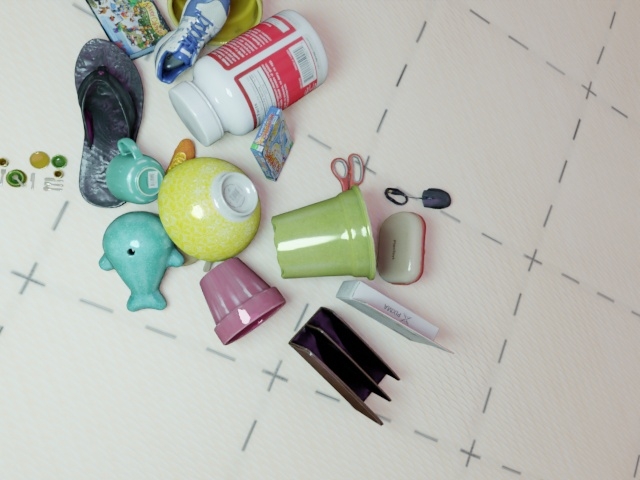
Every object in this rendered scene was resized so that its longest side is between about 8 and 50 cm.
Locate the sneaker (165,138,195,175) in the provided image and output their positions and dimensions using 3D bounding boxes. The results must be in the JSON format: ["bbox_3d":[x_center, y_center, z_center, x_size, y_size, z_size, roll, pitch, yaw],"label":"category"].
[{"bbox_3d":[-0.391,-0.203,1.287,0.064,0.067,0.175,19,79,-13],"label":"sneaker"}]

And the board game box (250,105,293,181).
[{"bbox_3d":[-0.133,-0.266,1.305,0.035,0.201,0.136,21,79,11],"label":"board game box"}]

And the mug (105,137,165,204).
[{"bbox_3d":[-0.471,-0.165,1.183,0.129,0.097,0.157,-61,144,-20],"label":"mug"}]

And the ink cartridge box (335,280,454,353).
[{"bbox_3d":[0.216,0.215,1.340,0.296,0.261,0.066,31,78,-13],"label":"ink cartridge box"}]

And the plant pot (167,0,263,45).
[{"bbox_3d":[-0.294,-0.720,1.279,0.254,0.254,0.239,-2,71,-18],"label":"plant pot"}]

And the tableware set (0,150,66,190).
[{"bbox_3d":[-0.743,-0.184,1.197,0.154,0.024,0.104,5,84,-17],"label":"tableware set"}]

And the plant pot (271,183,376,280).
[{"bbox_3d":[0.000,0.000,1.305,0.254,0.276,0.276,-11,89,-3],"label":"plant pot"}]

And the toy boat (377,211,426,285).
[{"bbox_3d":[0.275,0.027,1.456,0.151,0.151,0.231,10,82,-47],"label":"toy boat"}]

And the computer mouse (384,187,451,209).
[{"bbox_3d":[0.325,-0.143,1.519,0.242,0.041,0.071,3,86,-17],"label":"computer mouse"}]

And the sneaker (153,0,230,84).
[{"bbox_3d":[-0.335,-0.526,1.220,0.112,0.296,0.131,23,46,-38],"label":"sneaker"}]

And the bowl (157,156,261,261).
[{"bbox_3d":[-0.254,-0.099,1.214,0.289,0.156,0.289,18,63,-41],"label":"bowl"}]

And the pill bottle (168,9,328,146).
[{"bbox_3d":[-0.196,-0.439,1.282,0.408,0.229,0.229,-38,97,-17],"label":"pill bottle"}]

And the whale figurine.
[{"bbox_3d":[-0.463,0.062,1.191,0.216,0.141,0.272,-1,102,-8],"label":"whale figurine"}]

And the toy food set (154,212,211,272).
[{"bbox_3d":[-0.381,0.007,1.285,0.192,0.038,0.132,21,98,-11],"label":"toy food set"}]

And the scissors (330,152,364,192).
[{"bbox_3d":[0.096,-0.126,1.456,0.109,0.021,0.297,-5,87,-18],"label":"scissors"}]

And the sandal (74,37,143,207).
[{"bbox_3d":[-0.549,-0.308,1.209,0.168,0.107,0.445,-2,91,-17],"label":"sandal"}]

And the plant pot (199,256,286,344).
[{"bbox_3d":[-0.225,0.154,1.255,0.201,0.201,0.180,-35,80,-17],"label":"plant pot"}]

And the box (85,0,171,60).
[{"bbox_3d":[-0.536,-0.630,1.287,0.159,0.044,0.233,-32,96,-17],"label":"box"}]

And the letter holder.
[{"bbox_3d":[0.085,0.349,1.312,0.302,0.214,0.152,46,75,-9],"label":"letter holder"}]
